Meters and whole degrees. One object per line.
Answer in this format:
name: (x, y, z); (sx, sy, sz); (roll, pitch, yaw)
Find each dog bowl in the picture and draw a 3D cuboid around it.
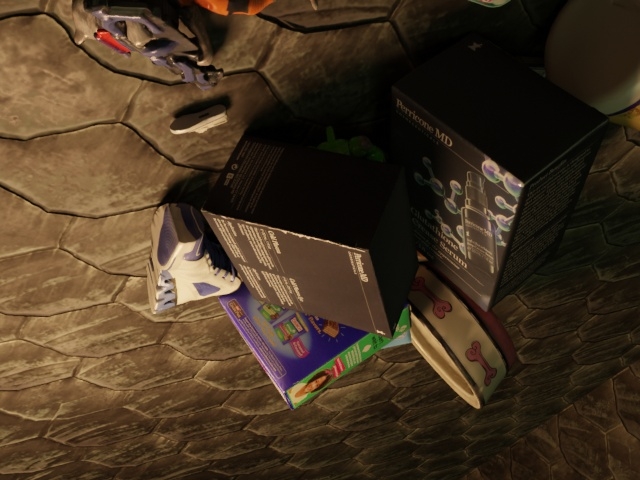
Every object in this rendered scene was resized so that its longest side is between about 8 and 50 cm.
dog bowl: (0.305, 0.202, 1.732); (0.150, 0.408, 0.408); (-38, 146, -5)

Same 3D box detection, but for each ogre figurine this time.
ogre figurine: (0.028, -0.151, 1.342); (0.196, 0.097, 0.118); (8, 163, 14)

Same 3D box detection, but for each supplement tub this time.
supplement tub: (0.592, -0.315, 1.266); (0.331, 0.241, 0.241); (6, 138, -33)

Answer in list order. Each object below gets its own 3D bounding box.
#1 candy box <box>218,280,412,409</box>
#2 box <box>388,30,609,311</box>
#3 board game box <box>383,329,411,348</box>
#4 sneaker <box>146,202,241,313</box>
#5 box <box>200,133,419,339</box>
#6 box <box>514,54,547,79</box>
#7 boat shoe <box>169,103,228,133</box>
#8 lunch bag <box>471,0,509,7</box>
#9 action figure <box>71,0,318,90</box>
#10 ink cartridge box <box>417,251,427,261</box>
candy box: (-0.009, 0.152, 1.519); (0.317, 0.268, 0.122); (-33, 151, -10)
box: (0.294, -0.114, 1.302); (0.212, 0.293, 0.396); (-35, 150, -20)
board game box: (0.049, 0.225, 1.743); (0.242, 0.064, 0.316); (-9, -179, -17)
sneaker: (-0.245, 0.032, 1.440); (0.182, 0.128, 0.316); (-7, 151, -24)
box: (0.000, 0.000, 1.324); (0.312, 0.179, 0.343); (15, 153, 21)
box: (0.398, -0.266, 1.416); (0.136, 0.037, 0.225); (-4, 141, -23)
boat shoe: (-0.204, -0.197, 1.206); (0.100, 0.035, 0.035); (-23, 144, -7)
lunch bag: (0.251, -0.471, 0.993); (0.223, 0.108, 0.279); (3, 141, -35)
action figure: (-0.177, -0.335, 0.972); (0.330, 0.179, 0.341); (-15, 174, 4)
ink cartridge box: (0.157, 0.011, 1.615); (0.179, 0.045, 0.145); (-11, 152, 27)
